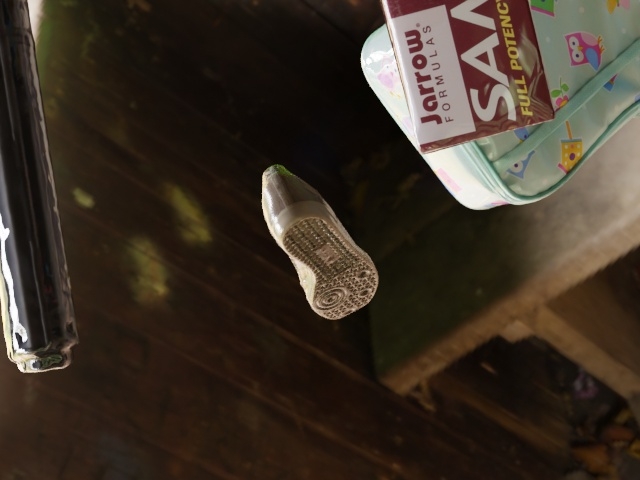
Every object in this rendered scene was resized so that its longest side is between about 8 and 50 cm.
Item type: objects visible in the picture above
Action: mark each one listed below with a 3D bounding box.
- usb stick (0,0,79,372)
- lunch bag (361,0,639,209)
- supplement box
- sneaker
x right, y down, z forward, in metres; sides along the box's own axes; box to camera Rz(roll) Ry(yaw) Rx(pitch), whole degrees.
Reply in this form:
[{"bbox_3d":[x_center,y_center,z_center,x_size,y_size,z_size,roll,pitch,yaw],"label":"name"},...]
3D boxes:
[{"bbox_3d":[-0.187,-0.058,0.730,0.077,0.045,0.277,166,95,-68],"label":"usb stick"},{"bbox_3d":[0.197,-0.172,1.099,0.279,0.224,0.108,-41,9,-21],"label":"lunch bag"},{"bbox_3d":[0.071,-0.135,0.670,0.073,0.130,0.239,-14,12,7],"label":"supplement box"},{"bbox_3d":[0.000,0.000,1.025,0.066,0.188,0.071,-25,57,1],"label":"sneaker"}]
